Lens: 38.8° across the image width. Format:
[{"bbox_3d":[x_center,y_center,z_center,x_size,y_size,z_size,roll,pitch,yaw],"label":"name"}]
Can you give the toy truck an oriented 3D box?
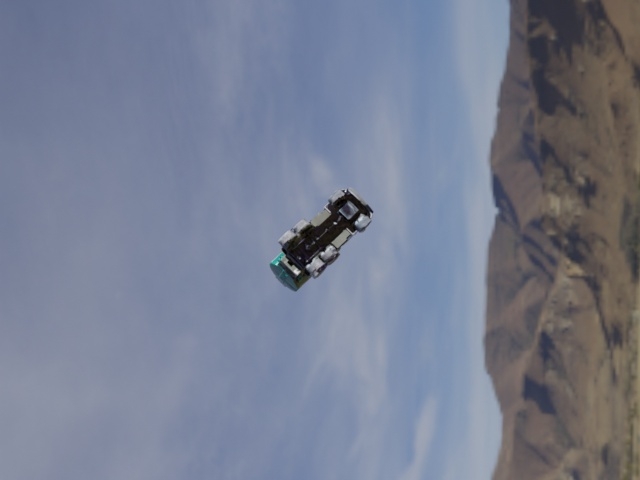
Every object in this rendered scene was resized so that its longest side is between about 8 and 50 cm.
[{"bbox_3d":[0.000,0.000,0.686,0.083,0.039,0.044,-43,-6,-25],"label":"toy truck"}]
